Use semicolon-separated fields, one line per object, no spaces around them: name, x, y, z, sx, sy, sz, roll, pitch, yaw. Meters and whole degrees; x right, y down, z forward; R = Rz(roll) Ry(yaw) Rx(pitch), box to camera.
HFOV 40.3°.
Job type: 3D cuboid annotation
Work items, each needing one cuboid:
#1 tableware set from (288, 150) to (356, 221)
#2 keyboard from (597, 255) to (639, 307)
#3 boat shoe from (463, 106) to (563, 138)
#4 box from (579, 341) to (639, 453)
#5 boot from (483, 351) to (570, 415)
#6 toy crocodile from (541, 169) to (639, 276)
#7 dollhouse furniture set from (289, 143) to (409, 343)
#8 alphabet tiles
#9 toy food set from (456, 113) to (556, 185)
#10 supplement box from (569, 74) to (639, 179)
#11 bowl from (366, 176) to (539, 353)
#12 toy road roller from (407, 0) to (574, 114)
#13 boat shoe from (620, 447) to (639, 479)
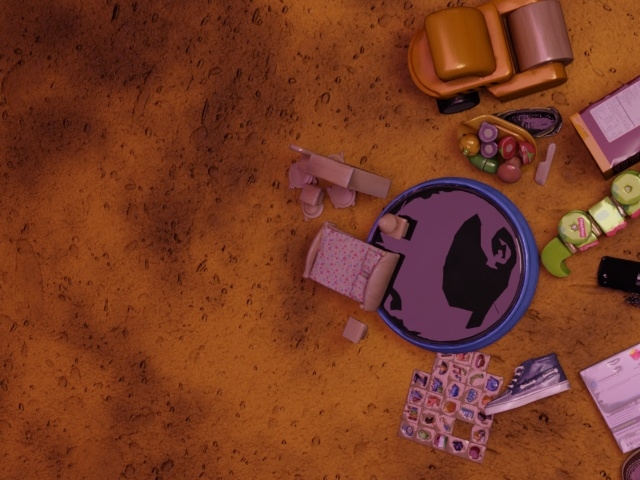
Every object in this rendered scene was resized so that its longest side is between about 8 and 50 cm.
tableware set;0.005;-0.130;2.048;0.168;0.020;0.141;-16;81;20
keyboard;0.670;0.098;1.806;0.192;0.038;0.100;13;70;20
boat shoe;0.404;-0.244;1.882;0.227;0.068;0.081;-11;85;19
box;0.645;0.323;1.798;0.145;0.038;0.186;-30;80;16
boot;0.430;0.308;1.866;0.190;0.069;0.086;-22;74;10
toy crocodile;0.593;-0.055;1.788;0.340;0.115;0.105;-39;82;17
dollhouse furniture set;0.000;0.000;1.908;0.303;0.173;0.356;25;98;35
alphabet tiles;0.292;0.352;1.938;0.198;0.009;0.237;15;93;20
toy food set;0.382;-0.180;1.839;0.217;0.071;0.128;24;139;9
supplement box;0.621;-0.230;1.740;0.194;0.191;0.129;-31;79;17
bowl;0.276;0.054;1.911;0.391;0.077;0.391;-1;87;21
toy road roller;0.344;-0.401;1.817;0.329;0.240;0.203;-14;84;19
boat shoe;0.763;0.440;1.707;0.342;0.123;0.123;-14;84;19
